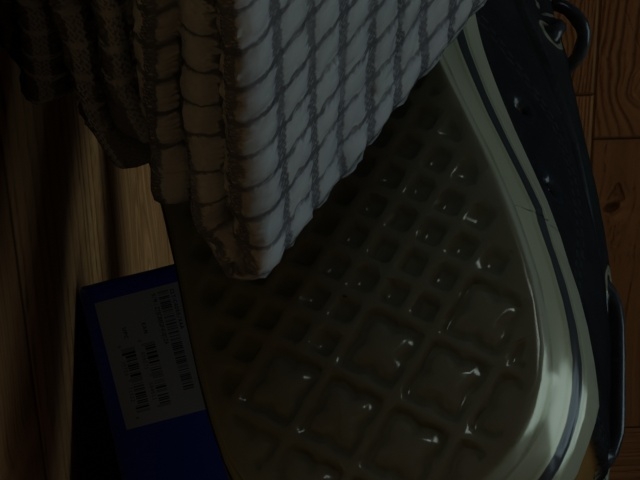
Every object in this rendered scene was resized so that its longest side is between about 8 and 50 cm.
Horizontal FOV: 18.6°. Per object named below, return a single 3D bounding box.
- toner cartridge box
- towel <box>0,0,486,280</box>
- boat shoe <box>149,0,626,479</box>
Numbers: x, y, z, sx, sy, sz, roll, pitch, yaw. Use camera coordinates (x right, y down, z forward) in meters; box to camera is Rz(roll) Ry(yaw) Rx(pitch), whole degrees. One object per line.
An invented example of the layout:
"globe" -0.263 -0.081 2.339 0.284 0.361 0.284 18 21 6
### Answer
"toner cartridge box" -0.045 0.152 0.953 0.348 0.075 0.165 87 -11 -66
"towel" -0.005 -0.161 0.584 0.235 0.121 0.284 -51 159 -25
"boat shoe" 0.013 -0.074 0.806 0.156 0.186 0.500 52 22 -53
